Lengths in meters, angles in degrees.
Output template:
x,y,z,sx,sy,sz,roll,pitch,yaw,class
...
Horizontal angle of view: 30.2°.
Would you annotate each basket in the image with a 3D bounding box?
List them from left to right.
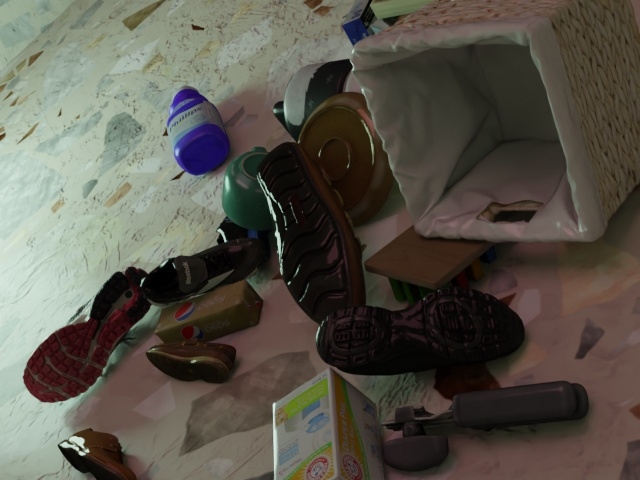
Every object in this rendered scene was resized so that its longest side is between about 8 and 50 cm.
x,y,z,sx,sy,sz,roll,pitch,yaw,class
0.278,-0.201,1.716,0.328,0.331,0.266,2,33,44,basket

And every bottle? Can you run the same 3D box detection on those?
x,y,z,sx,sy,sz,roll,pitch,yaw,class
-0.269,-0.246,2.538,0.118,0.092,0.283,-34,33,8,bottle

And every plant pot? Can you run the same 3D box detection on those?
x,y,z,sx,sy,sz,roll,pitch,yaw,class
0.034,-0.139,2.044,0.236,0.032,0.236,0,90,43,plant pot

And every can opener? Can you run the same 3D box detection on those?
x,y,z,sx,sy,sz,roll,pitch,yaw,class
0.207,0.244,1.535,0.283,0.076,0.095,-12,73,33,can opener

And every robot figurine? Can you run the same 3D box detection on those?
x,y,z,sx,sy,sz,roll,pitch,yaw,class
0.047,-0.243,2.175,0.278,0.173,0.209,0,90,43,robot figurine

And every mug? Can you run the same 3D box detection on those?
x,y,z,sx,sy,sz,roll,pitch,yaw,class
-0.115,-0.105,2.106,0.129,0.097,0.158,-24,56,-29,mug

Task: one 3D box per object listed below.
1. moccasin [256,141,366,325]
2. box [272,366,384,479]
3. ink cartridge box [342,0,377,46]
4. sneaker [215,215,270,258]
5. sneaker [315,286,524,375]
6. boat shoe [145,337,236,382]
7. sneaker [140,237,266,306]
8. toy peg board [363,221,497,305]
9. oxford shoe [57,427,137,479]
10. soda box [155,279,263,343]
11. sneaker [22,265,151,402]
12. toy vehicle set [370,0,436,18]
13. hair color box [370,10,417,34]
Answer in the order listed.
x,y,z,sx,sy,sz,roll,pitch,yaw,class
-0.002,0.002,1.914,0.139,0.147,0.380,-42,41,12,moccasin
0.010,0.292,1.593,0.114,0.103,0.203,-35,32,22,box
0.106,-0.445,2.398,0.046,0.097,0.207,-19,27,27,ink cartridge box
-0.147,-0.037,2.178,0.090,0.081,0.232,-20,37,12,sneaker
0.143,0.137,1.669,0.286,0.130,0.109,-3,68,10,sneaker
-0.213,0.195,1.978,0.178,0.064,0.060,3,44,36,boat shoe
-0.206,0.055,2.040,0.234,0.078,0.106,-20,-8,7,sneaker
0.182,0.038,1.803,0.160,0.079,0.161,-36,30,-28,toy peg board
-0.346,0.346,1.908,0.076,0.076,0.212,-38,32,-25,oxford shoe
-0.191,0.130,2.036,0.181,0.058,0.061,-20,36,25,soda box
-0.411,0.176,2.156,0.299,0.121,0.112,-44,4,-9,sneaker
0.236,-0.499,2.223,0.267,0.035,0.166,-2,46,41,toy vehicle set
0.269,-0.377,2.178,0.185,0.113,0.374,-42,32,-8,hair color box
